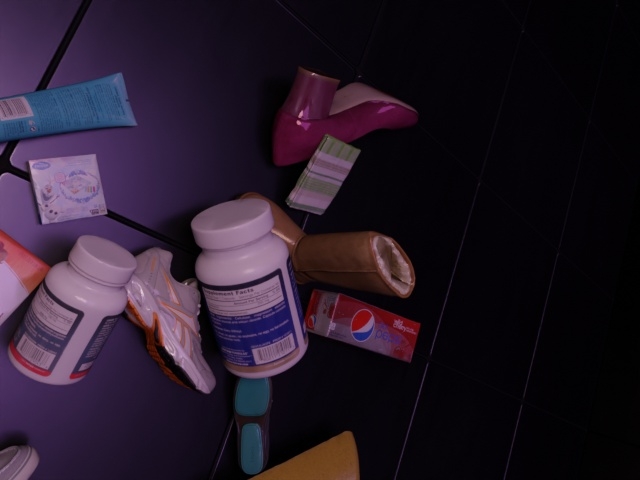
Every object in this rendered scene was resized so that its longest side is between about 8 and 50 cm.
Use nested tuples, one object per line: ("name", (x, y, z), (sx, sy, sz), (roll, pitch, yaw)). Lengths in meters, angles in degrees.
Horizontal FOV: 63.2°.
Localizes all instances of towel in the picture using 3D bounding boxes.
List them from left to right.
("towel", (0.005, -0.123, 0.993), (0.113, 0.023, 0.152), (10, 116, -53))

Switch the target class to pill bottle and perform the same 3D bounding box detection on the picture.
("pill bottle", (-0.322, 0.089, 0.689), (0.108, 0.108, 0.180), (26, 102, -37))
("pill bottle", (-0.115, 0.076, 0.846), (0.153, 0.153, 0.265), (-28, 119, -35))

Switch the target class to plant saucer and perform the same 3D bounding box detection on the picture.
("plant saucer", (-0.043, 0.568, 0.961), (0.332, 0.081, 0.333), (-10, 109, -39))

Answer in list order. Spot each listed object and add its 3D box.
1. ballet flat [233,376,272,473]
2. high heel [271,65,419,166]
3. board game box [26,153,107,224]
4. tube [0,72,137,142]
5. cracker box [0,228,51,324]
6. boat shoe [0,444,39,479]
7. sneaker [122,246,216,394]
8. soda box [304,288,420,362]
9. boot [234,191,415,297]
("ballet flat", (-0.120, 0.312, 0.935), (0.074, 0.074, 0.203), (-1, 93, -40))
("high heel", (0.055, -0.227, 1.058), (0.377, 0.127, 0.181), (1, 120, -44))
("board game box", (-0.362, -0.074, 0.746), (0.090, 0.020, 0.090), (-14, 101, -38))
("tube", (-0.361, -0.183, 0.728), (0.207, 0.052, 0.080), (-26, 113, -41))
("cracker box", (-0.476, 0.073, 0.628), (0.156, 0.067, 0.232), (48, 64, -30))
("boat shoe", (-0.470, 0.318, 0.634), (0.227, 0.079, 0.081), (-31, 115, -31))
("sneaker", (-0.221, 0.127, 0.825), (0.121, 0.099, 0.262), (-43, 118, -35))
("soda box", (0.091, 0.180, 1.090), (0.263, 0.083, 0.092), (25, 77, -38))
("boot", (0.000, 0.000, 0.885), (0.236, 0.269, 0.089), (46, 63, -32))
